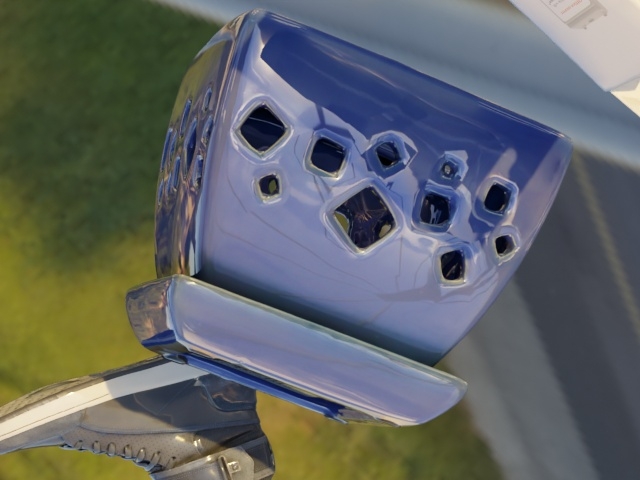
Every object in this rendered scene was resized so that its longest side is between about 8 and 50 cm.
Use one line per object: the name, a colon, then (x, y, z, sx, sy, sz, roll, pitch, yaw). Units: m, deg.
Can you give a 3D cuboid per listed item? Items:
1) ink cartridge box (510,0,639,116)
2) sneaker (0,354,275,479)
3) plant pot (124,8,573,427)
ink cartridge box: (0.135, -0.154, 0.884, 0.198, 0.115, 0.067, 41, 151, -14)
sneaker: (-0.141, 0.176, 1.475, 0.086, 0.226, 0.163, 175, 82, -68)
plant pot: (0.000, 0.000, 1.269, 0.236, 0.212, 0.236, 21, 172, -12)
